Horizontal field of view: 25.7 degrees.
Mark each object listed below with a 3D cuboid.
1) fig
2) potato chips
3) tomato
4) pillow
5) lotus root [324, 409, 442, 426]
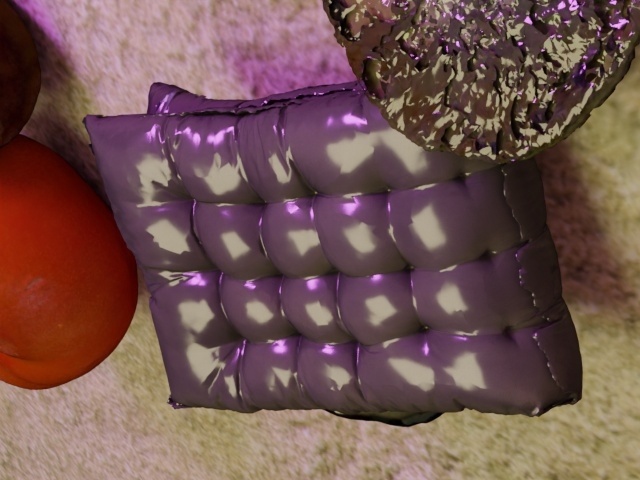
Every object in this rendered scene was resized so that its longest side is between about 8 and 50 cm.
[{"bbox_3d":[-0.347,-0.177,1.224,0.274,0.170,0.145,46,119,51],"label":"fig"},{"bbox_3d":[0.075,-0.151,0.731,0.220,0.029,0.202,52,126,18],"label":"potato chips"},{"bbox_3d":[-0.284,0.016,1.298,0.260,0.180,0.259,34,151,22],"label":"tomato"},{"bbox_3d":[0.000,0.000,0.904,0.326,0.101,0.228,-3,108,42],"label":"pillow"},{"bbox_3d":[0.033,0.038,1.015,0.204,0.078,0.183,12,120,37],"label":"lotus root"}]
